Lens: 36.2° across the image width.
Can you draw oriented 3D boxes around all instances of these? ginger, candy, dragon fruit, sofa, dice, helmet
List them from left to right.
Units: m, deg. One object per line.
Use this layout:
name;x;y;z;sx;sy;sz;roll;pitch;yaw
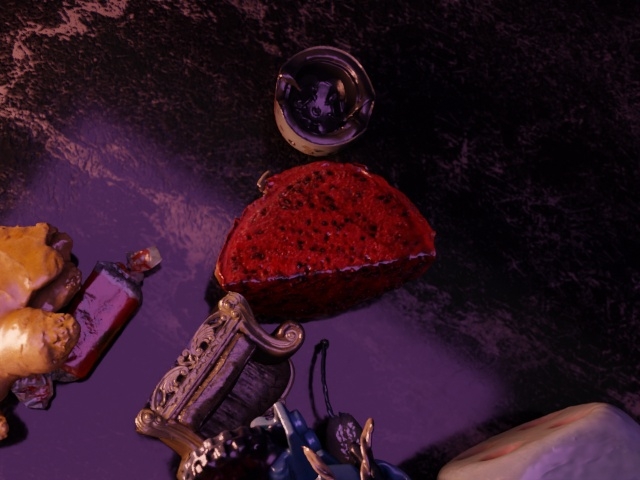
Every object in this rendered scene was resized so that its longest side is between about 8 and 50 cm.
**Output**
ginger;-0.431;0.159;1.337;0.236;0.166;0.375;4;86;5
candy;-0.331;0.118;1.407;0.086;0.059;0.292;34;75;-3
sofa;-0.123;0.218;1.353;0.182;0.200;0.258;35;73;1
dragon fruit;0.000;0.000;1.463;0.317;0.152;0.205;-7;59;-4
helmet;0.000;-0.201;1.518;0.153;0.107;0.177;15;57;-4
dice;0.334;0.393;1.364;0.262;0.268;0.264;-21;83;-14

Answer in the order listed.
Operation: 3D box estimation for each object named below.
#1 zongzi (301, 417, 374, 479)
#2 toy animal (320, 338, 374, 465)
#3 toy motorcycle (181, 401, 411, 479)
zongzi;-0.045;0.499;1.145;0.467;0.218;0.500;-23;124;6
toy animal;0.027;0.268;1.429;0.070;0.079;0.253;-14;82;-24
toy motorcycle;-0.010;0.326;1.266;0.232;0.416;0.172;-30;46;0
